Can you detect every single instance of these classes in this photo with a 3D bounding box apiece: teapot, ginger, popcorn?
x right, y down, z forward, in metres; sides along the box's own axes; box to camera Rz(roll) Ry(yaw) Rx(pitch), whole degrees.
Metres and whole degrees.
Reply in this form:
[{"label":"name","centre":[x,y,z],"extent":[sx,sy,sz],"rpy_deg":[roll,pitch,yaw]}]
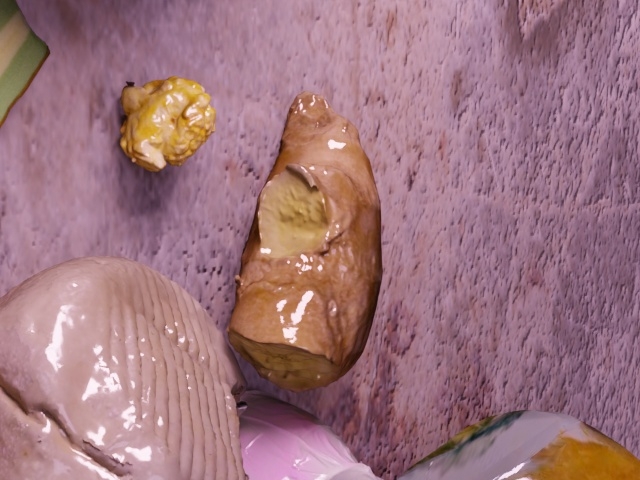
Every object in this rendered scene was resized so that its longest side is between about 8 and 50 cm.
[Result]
[{"label":"teapot","centre":[-0.051,0.224,0.995],"extent":[0.221,0.178,0.163],"rpy_deg":[16,89,-44]},{"label":"ginger","centre":[0.000,0.000,1.016],"extent":[0.219,0.123,0.270],"rpy_deg":[60,42,-64]},{"label":"popcorn","centre":[-0.124,-0.093,0.946],"extent":[0.084,0.084,0.084],"rpy_deg":[-10,107,-35]}]

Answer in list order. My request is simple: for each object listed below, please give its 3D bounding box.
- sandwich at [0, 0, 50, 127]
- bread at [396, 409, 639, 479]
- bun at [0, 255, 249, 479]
[{"label":"sandwich","centre":[-0.241,-0.126,0.840],"extent":[0.116,0.074,0.074],"rpy_deg":[-47,125,-19]},{"label":"bread","centre":[0.167,0.341,1.168],"extent":[0.395,0.239,0.264],"rpy_deg":[-29,113,-27]},{"label":"bun","centre":[-0.178,0.152,0.857],"extent":[0.205,0.281,0.281],"rpy_deg":[-30,124,11]}]
